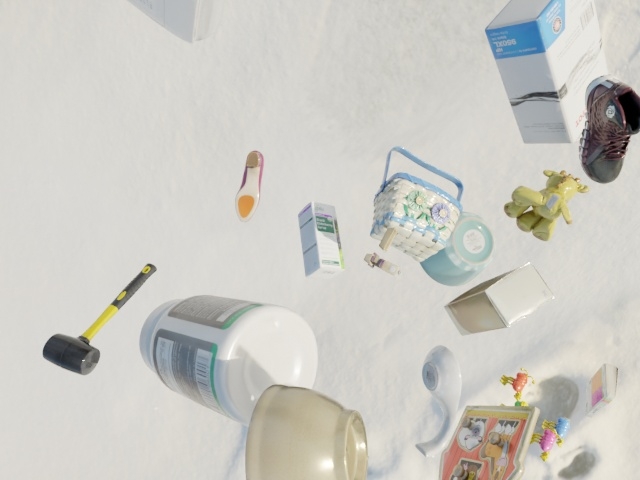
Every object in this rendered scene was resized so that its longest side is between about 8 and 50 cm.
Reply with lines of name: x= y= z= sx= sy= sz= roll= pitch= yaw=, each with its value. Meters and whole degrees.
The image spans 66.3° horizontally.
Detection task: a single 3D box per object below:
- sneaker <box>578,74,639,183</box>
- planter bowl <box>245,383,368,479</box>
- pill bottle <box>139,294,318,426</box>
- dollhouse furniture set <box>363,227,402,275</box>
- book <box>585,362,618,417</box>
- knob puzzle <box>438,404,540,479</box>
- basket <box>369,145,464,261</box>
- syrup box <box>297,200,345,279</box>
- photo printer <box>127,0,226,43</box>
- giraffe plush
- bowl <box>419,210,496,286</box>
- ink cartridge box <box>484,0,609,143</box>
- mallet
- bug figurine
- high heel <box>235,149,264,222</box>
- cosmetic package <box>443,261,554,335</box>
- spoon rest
sneaker: x=0.708 y=-0.245 z=1.179 sx=0.107 sy=0.162 sz=0.281 roll=-16 pitch=116 yaw=6
planter bowl: x=-0.005 y=0.257 z=0.592 sx=0.109 sy=0.162 sz=0.161 roll=-7 pitch=89 yaw=19
pill bottle: x=-0.193 y=0.208 z=0.931 sx=0.361 sy=0.204 sz=0.204 roll=0 pitch=93 yaw=49
dollhouse furniture set: x=0.172 y=0.025 z=1.175 sx=0.081 sy=0.091 sz=0.114 roll=26 pitch=85 yaw=24
book: x=0.754 y=0.407 z=1.325 sx=0.035 sy=0.096 sz=0.144 roll=16 pitch=144 yaw=14
knob puzzle: x=0.238 y=0.340 z=0.761 sx=0.030 sy=0.213 sz=0.213 roll=37 pitch=118 yaw=-7
basket: x=0.280 y=-0.106 z=1.388 sx=0.201 sy=0.255 sz=0.288 roll=-48 pitch=21 yaw=56
syrup box: x=0.000 y=0.000 z=1.582 sx=0.096 sy=0.093 sz=0.236 roll=-37 pitch=52 yaw=48
photo printer: x=-0.206 y=-0.385 z=0.542 sx=0.256 sy=0.307 sz=0.107 roll=35 pitch=77 yaw=-12
giraffe plush: x=0.676 y=-0.127 z=1.441 sx=0.181 sy=0.170 sz=0.210 roll=46 pitch=156 yaw=4
bowl: x=0.532 y=0.013 z=1.852 sx=0.163 sy=0.312 sz=0.311 roll=149 pitch=108 yaw=-71
ink cartridge box: x=0.663 y=-0.514 z=1.402 sx=0.166 sy=0.285 sz=0.394 roll=13 pitch=146 yaw=50
mallet: x=-0.277 y=0.100 z=0.663 sx=0.062 sy=0.189 sz=0.039 roll=25 pitch=136 yaw=16
bug figurine: x=0.684 y=0.552 z=1.551 sx=0.279 sy=0.216 sz=0.072 roll=48 pitch=131 yaw=7
high heel: x=-0.239 y=-0.186 z=1.674 sx=0.082 sy=0.117 sz=0.243 roll=5 pitch=99 yaw=-1
cosmetic package: x=0.179 y=0.064 z=0.507 sx=0.041 sy=0.060 sz=0.115 roll=59 pitch=166 yaw=10
spoon rest: x=0.301 y=0.401 z=1.237 sx=0.137 sy=0.084 sz=0.276 roll=-158 pitch=73 yaw=-66
